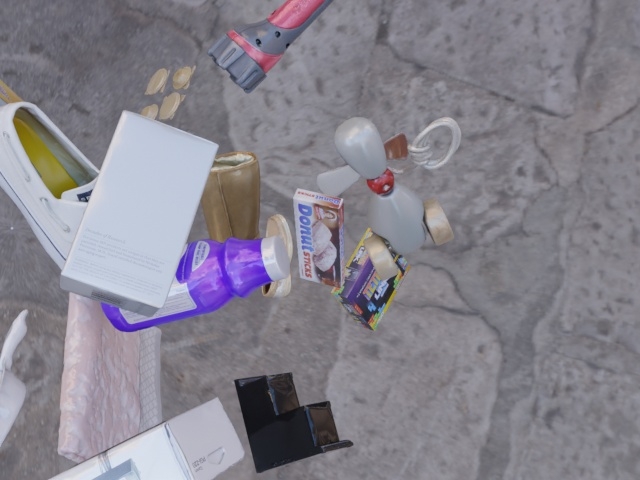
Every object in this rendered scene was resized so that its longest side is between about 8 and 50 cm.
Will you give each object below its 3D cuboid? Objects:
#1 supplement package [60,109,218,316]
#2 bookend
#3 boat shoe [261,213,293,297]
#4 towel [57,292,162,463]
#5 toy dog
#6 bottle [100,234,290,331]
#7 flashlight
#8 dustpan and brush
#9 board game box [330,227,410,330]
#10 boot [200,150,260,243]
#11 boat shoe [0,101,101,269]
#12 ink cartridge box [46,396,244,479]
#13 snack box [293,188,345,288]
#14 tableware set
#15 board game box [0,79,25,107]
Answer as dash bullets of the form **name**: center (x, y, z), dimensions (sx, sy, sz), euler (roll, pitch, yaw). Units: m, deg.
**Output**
- **supplement package**: center (-0.187, -0.024, 0.909), dimensions (0.105, 0.105, 0.179), euler (20, 75, -12)
- **bookend**: center (-0.046, 0.274, 1.408), dimensions (0.072, 0.156, 0.157), euler (1, 67, -48)
- **boat shoe**: center (-0.094, 0.033, 1.767), dimensions (0.059, 0.063, 0.170), euler (-7, 96, -36)
- **towel**: center (-0.355, 0.245, 1.538), dimensions (0.054, 0.317, 0.331), euler (-12, 60, 11)
- **toy dog**: center (0.108, -0.095, 1.512), dimensions (0.220, 0.161, 0.333), euler (-14, 130, -12)
- **bottle**: center (-0.187, 0.057, 1.329), dimensions (0.283, 0.118, 0.092), euler (-14, 128, 16)
- **flashlight**: center (-0.051, -0.384, 1.460), dimensions (0.103, 0.103, 0.304), euler (43, 93, -16)
- **dustpan and brush**: center (-0.419, 0.192, 1.153), dimensions (0.060, 0.147, 0.211), euler (36, 63, -20)
- **board game box**: center (0.109, 0.082, 1.858), dimensions (0.170, 0.048, 0.141), euler (-59, 138, -19)
- **boot**: center (-0.233, -0.042, 1.838), dimensions (0.236, 0.089, 0.269), euler (-17, 130, -15)
- **boat shoe**: center (-0.365, -0.065, 1.365), dimensions (0.367, 0.157, 0.136), euler (56, 46, -19)
- **ink cartridge box**: center (-0.227, 0.293, 1.115), dimensions (0.218, 0.158, 0.092), euler (-26, 84, 17)
- **snack box**: center (0.000, 0.000, 1.208), dimensions (0.064, 0.178, 0.022), euler (14, 54, 14)
- **tableware set**: center (-0.327, -0.306, 1.858), dimensions (0.020, 0.169, 0.141), euler (33, 67, -39)
- **board game box**: center (-0.623, -0.197, 1.397), dimensions (0.242, 0.316, 0.064), euler (-31, 68, 0)
